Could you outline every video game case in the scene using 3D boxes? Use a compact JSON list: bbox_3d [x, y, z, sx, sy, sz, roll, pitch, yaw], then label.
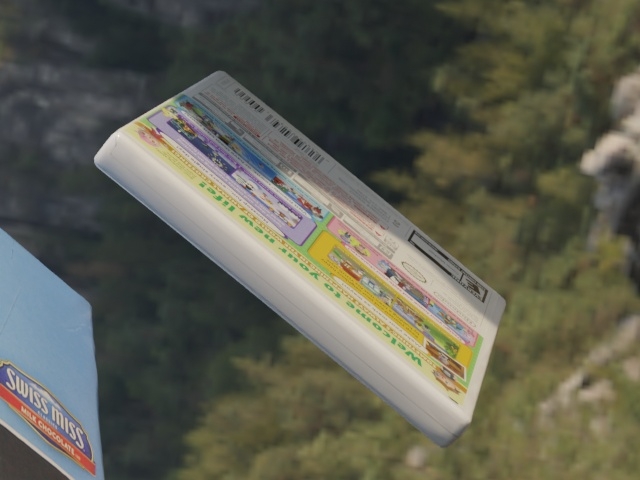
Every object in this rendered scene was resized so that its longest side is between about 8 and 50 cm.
[{"bbox_3d":[0.000,0.000,0.826,0.023,0.212,0.193,-50,1,19],"label":"video game case"}]

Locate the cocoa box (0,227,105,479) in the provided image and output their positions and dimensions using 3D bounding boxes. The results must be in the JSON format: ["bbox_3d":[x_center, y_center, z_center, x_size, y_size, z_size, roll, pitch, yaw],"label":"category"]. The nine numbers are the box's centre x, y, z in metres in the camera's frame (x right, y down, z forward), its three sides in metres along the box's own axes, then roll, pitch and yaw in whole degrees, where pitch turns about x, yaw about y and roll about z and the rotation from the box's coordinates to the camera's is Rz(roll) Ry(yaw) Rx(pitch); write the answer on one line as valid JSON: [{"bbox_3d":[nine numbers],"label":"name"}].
[{"bbox_3d":[-0.271,0.064,0.615,0.231,0.347,0.228,-30,42,16],"label":"cocoa box"}]
